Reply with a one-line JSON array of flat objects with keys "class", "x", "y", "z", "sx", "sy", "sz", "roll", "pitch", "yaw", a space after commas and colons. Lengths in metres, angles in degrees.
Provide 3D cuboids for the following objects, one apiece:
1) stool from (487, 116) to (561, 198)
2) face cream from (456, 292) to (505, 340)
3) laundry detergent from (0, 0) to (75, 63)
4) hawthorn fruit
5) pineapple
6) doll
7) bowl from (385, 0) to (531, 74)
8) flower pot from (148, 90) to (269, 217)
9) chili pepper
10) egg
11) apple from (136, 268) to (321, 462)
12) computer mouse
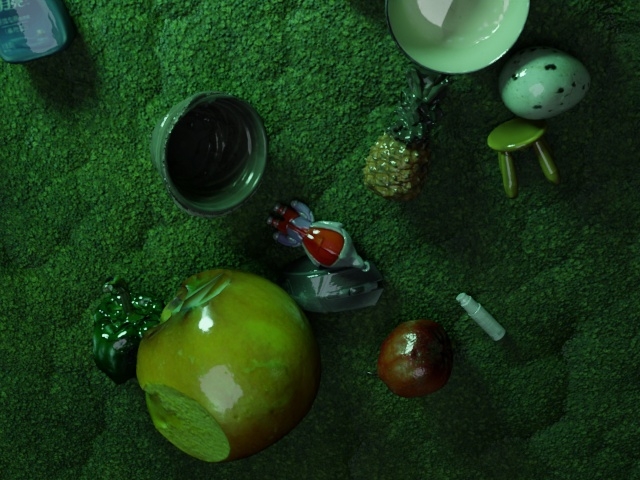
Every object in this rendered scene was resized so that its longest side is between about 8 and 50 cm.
[{"class": "stool", "x": 0.374, "y": -0.156, "z": 1.626, "sx": 0.134, "sy": 0.135, "sz": 0.110, "roll": 17, "pitch": 138, "yaw": 50}, {"class": "face cream", "x": 0.332, "y": 0.156, "z": 1.848, "sx": 0.034, "sy": 0.034, "sz": 0.130, "roll": -39, "pitch": 110, "yaw": 23}, {"class": "laundry detergent", "x": -0.547, "y": -0.461, "z": 1.552, "sx": 0.143, "sy": 0.094, "sz": 0.289, "roll": -11, "pitch": 118, "yaw": 16}, {"class": "hawthorn fruit", "x": 0.181, "y": 0.253, "z": 1.854, "sx": 0.194, "sy": 0.157, "sz": 0.157, "roll": -25, "pitch": 114, "yaw": 27}, {"class": "pineapple", "x": 0.161, "y": -0.198, "z": 1.621, "sx": 0.128, "sy": 0.128, "sz": 0.248, "roll": 16, "pitch": 115, "yaw": -3}, {"class": "doll", "x": 0.000, "y": 0.000, "z": 1.769, "sx": 0.228, "sy": 0.075, "sz": 0.102, "roll": 28, "pitch": 109, "yaw": 1}, {"class": "bowl", "x": 0.227, "y": -0.408, "z": 1.487, "sx": 0.238, "sy": 0.126, "sz": 0.237, "roll": 3, "pitch": 119, "yaw": 5}, {"class": "flower pot", "x": -0.222, "y": -0.166, "z": 1.634, "sx": 0.141, "sy": 0.235, "sz": 0.235, "roll": 18, "pitch": 132, "yaw": 47}, {"class": "chili pepper", "x": -0.395, "y": 0.177, "z": 1.851, "sx": 0.165, "sy": 0.174, "sz": 0.261, "roll": 7, "pitch": 125, "yaw": -3}, {"class": "egg", "x": 0.392, "y": -0.276, "z": 1.554, "sx": 0.164, "sy": 0.131, "sz": 0.131, "roll": -3, "pitch": 122, "yaw": -20}, {"class": "apple", "x": -0.197, "y": 0.244, "z": 1.766, "sx": 0.384, "sy": 0.374, "sz": 0.374, "roll": -25, "pitch": 114, "yaw": 15}, {"class": "computer mouse", "x": 0.022, "y": 0.097, "z": 1.824, "sx": 0.231, "sy": 0.071, "sz": 0.126, "roll": -1, "pitch": 119, "yaw": 5}]
